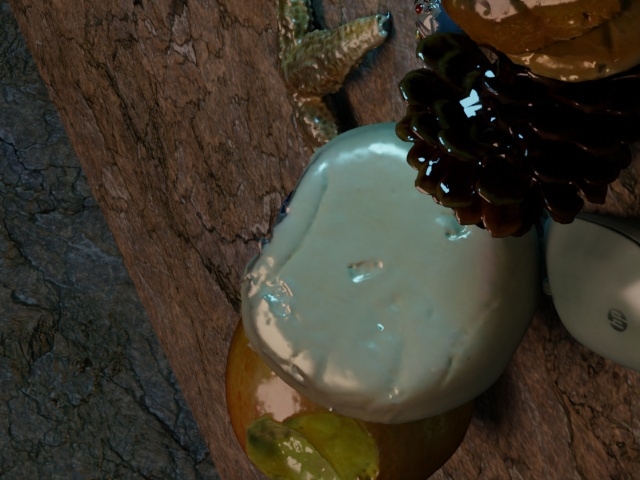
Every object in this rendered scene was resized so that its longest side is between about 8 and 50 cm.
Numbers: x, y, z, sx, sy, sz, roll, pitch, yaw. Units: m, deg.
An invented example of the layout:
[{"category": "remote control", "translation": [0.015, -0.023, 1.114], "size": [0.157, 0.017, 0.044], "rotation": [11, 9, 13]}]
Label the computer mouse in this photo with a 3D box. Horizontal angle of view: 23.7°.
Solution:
[{"category": "computer mouse", "translation": [0.297, 0.059, 1.581], "size": [0.288, 0.097, 0.159], "rotation": [15, 123, 65]}]

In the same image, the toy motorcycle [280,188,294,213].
[{"category": "toy motorcycle", "translation": [0.000, 0.000, 2.303], "size": [0.254, 0.092, 0.136], "rotation": [27, 124, 50]}]

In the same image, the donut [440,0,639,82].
[{"category": "donut", "translation": [0.202, -0.291, 1.247], "size": [0.330, 0.160, 0.330], "rotation": [-9, 78, 44]}]

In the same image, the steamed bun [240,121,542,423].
[{"category": "steamed bun", "translation": [0.095, 0.049, 1.756], "size": [0.312, 0.334, 0.233], "rotation": [38, -177, 15]}]

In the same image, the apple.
[{"category": "apple", "translation": [0.039, 0.168, 2.005], "size": [0.339, 0.339, 0.340], "rotation": [52, 152, 42]}]

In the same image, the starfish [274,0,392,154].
[{"category": "starfish", "translation": [0.000, -0.246, 2.105], "size": [0.324, 0.082, 0.432], "rotation": [-131, 32, -52]}]

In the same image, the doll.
[{"category": "doll", "translation": [0.144, -0.243, 1.727], "size": [0.152, 0.085, 0.114], "rotation": [104, 162, -73]}]

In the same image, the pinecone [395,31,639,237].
[{"category": "pinecone", "translation": [0.201, -0.152, 1.447], "size": [0.246, 0.246, 0.292], "rotation": [58, 147, 31]}]
